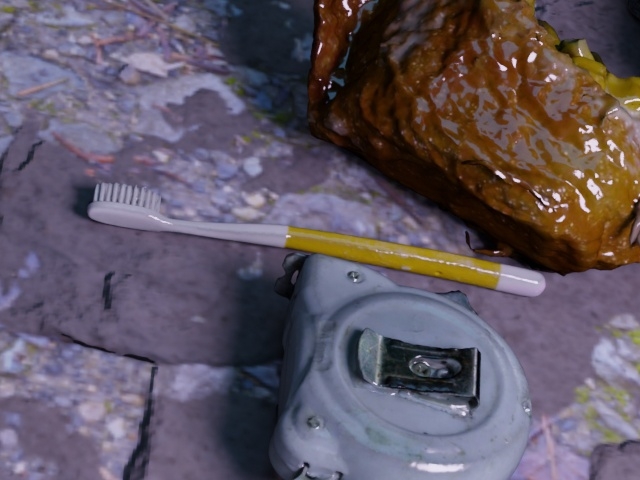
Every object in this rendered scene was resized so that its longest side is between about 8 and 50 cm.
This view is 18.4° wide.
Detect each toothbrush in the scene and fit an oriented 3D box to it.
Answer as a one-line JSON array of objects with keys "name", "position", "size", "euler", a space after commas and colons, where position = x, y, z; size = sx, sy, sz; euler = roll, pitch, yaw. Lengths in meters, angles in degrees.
[{"name": "toothbrush", "position": [0.000, 0.000, 1.218], "size": [0.288, 0.021, 0.024], "euler": [10, 57, -9]}]

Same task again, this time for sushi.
[{"name": "sushi", "position": [0.120, -0.086, 1.248], "size": [0.296, 0.167, 0.179], "euler": [29, 74, 17]}]

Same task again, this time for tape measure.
[{"name": "tape measure", "position": [0.036, 0.148, 1.055], "size": [0.164, 0.084, 0.330], "euler": [7, 46, -5]}]

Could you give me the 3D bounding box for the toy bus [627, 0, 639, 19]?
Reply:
[{"name": "toy bus", "position": [0.276, -0.148, 1.386], "size": [0.089, 0.081, 0.195], "euler": [-2, 49, -5]}]
